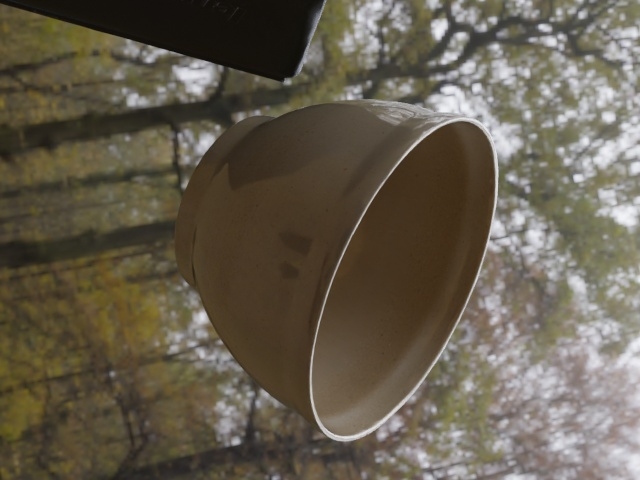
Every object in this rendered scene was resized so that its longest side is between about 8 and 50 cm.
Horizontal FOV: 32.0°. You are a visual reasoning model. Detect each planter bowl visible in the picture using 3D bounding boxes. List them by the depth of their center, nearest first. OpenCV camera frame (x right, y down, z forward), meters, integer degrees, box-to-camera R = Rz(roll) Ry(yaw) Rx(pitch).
[{"bbox_3d":[0.000,0.000,0.542,0.109,0.162,0.162,25,-52,28],"label":"planter bowl"}]

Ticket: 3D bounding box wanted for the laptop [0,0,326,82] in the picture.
[{"bbox_3d":[-0.131,-0.350,0.604,0.236,0.382,0.407,165,-60,-80],"label":"laptop"}]
